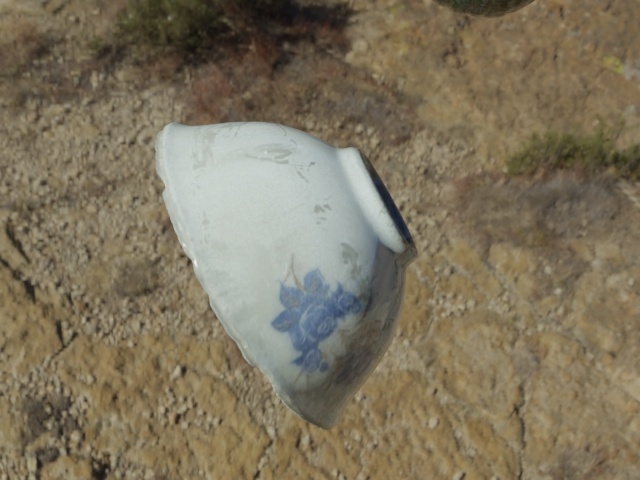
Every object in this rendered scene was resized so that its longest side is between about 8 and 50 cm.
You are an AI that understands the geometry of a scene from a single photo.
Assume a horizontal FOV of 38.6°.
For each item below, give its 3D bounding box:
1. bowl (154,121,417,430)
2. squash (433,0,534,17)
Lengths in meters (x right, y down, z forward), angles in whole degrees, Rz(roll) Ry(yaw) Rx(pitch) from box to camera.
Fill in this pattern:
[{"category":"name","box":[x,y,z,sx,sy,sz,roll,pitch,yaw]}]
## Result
[{"category":"bowl","box":[0.000,0.000,0.827,0.146,0.313,0.313,-27,51,11]},{"category":"squash","box":[0.209,-0.396,1.179,0.218,0.218,0.172,20,15,7]}]
